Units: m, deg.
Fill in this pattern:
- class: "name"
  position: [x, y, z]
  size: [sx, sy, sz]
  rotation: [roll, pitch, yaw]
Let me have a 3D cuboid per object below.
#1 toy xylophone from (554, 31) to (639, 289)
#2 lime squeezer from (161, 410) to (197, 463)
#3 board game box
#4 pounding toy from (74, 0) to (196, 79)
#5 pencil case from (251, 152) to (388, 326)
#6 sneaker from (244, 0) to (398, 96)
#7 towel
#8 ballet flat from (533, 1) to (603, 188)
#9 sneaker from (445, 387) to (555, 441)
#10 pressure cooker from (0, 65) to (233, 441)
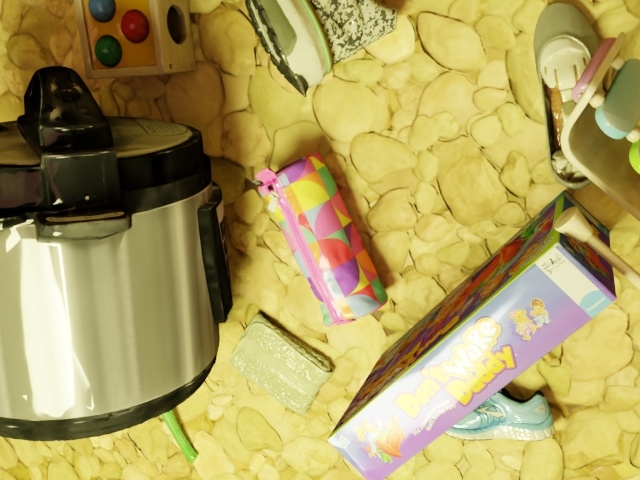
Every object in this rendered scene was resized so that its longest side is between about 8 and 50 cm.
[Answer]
- class: "toy xylophone"
  position: [0.366, -0.046, 0.701]
  size: [0.323, 0.236, 0.081]
  rotation: [33, 148, -7]
- class: "lime squeezer"
  position: [-0.308, 0.237, 1.153]
  size: [0.310, 0.059, 0.110]
  rotation: [38, 145, 5]
- class: "board game box"
  position: [0.180, 0.109, 0.818]
  size: [0.078, 0.233, 0.347]
  rotation: [45, 116, 3]
- class: "pounding toy"
  position: [-0.229, -0.323, 0.916]
  size: [0.181, 0.094, 0.206]
  rotation: [2, 107, 20]
- class: "pencil case"
  position: [0.000, 0.000, 0.928]
  size: [0.104, 0.104, 0.236]
  rotation: [-25, 97, 25]
- class: "sneaker"
  position: [-0.032, -0.387, 0.827]
  size: [0.182, 0.158, 0.410]
  rotation: [-23, 96, -6]
- class: "towel"
  position: [-0.062, 0.189, 1.049]
  size: [0.148, 0.027, 0.110]
  rotation: [34, 116, 8]
- class: "ballet flat"
  position: [0.284, -0.162, 0.786]
  size: [0.072, 0.068, 0.213]
  rotation: [-6, 104, 22]
- class: "sneaker"
  position: [0.230, 0.229, 0.943]
  size: [0.162, 0.063, 0.073]
  rotation: [-5, 87, 18]
- class: "pressure cooker"
  position: [-0.315, -0.007, 0.893]
  size: [0.370, 0.375, 0.420]
  rotation: [7, 109, 22]
